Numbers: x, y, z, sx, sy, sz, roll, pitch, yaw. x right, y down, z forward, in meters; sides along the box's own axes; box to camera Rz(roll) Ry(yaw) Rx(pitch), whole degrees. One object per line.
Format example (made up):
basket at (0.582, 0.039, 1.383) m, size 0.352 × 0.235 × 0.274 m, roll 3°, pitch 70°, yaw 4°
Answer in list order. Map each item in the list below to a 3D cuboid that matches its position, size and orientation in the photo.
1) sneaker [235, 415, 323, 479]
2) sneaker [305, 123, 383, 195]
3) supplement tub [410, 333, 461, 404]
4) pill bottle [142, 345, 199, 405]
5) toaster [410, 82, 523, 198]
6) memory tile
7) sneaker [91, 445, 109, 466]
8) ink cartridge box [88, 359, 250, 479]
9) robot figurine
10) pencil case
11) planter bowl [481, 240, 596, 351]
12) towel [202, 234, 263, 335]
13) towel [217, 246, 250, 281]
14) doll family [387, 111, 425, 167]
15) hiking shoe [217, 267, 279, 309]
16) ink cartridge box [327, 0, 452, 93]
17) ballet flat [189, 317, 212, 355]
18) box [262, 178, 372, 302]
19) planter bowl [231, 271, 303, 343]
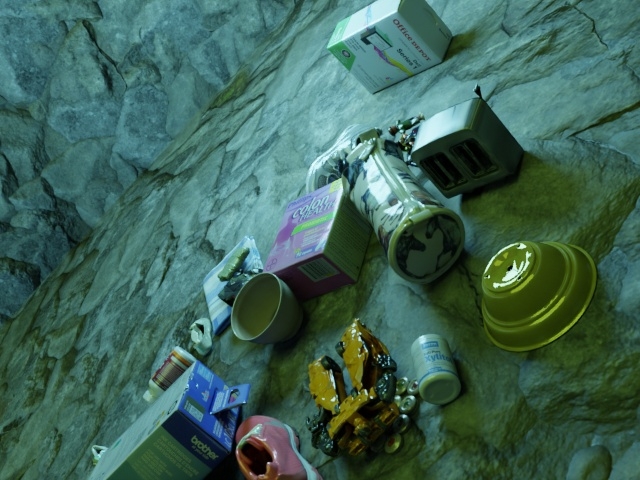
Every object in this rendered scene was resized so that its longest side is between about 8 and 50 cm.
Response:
sneaker at (-0.105, 0.392, 1.513) m, size 0.116 × 0.136 × 0.314 m, roll -51°, pitch 26°, yaw -6°
sneaker at (0.060, -0.199, 2.071) m, size 0.115 × 0.105 × 0.281 m, roll -2°, pitch 52°, yaw 55°
supplement tub at (0.194, 0.218, 1.366) m, size 0.071 × 0.071 × 0.107 m, roll -38°, pitch 30°, yaw 20°
pill bottle at (-0.375, 0.350, 2.028) m, size 0.152 × 0.086 × 0.086 m, roll -53°, pitch 27°, yaw -8°
toaster at (0.291, -0.189, 1.629) m, size 0.168 × 0.186 × 0.110 m, roll -22°, pitch 33°, yaw 41°
memory tile at (0.123, 0.306, 1.423) m, size 0.113 × 0.012 × 0.148 m, roll -10°, pitch 47°, yaw 52°
sneaker at (-0.506, 0.552, 1.951) m, size 0.080 × 0.094 × 0.212 m, roll -55°, pitch 28°, yaw -16°
ink cartridge box at (-0.315, 0.429, 1.692) m, size 0.395 × 0.151 × 0.270 m, roll -47°, pitch 9°, yaw 10°
robot figurine at (0.061, 0.269, 1.458) m, size 0.211 × 0.085 × 0.291 m, roll -46°, pitch 22°, yaw 12°
pencil case at (0.159, -0.075, 1.667) m, size 0.160 × 0.183 × 0.410 m, roll -28°, pitch 31°, yaw 1°
planter bowl at (0.335, 0.068, 1.331) m, size 0.217 × 0.090 × 0.217 m, roll -35°, pitch 30°, yaw 24°
towel at (-0.238, 0.115, 2.189) m, size 0.209 × 0.034 × 0.285 m, roll -45°, pitch 27°, yaw 9°
towel at (-0.234, 0.062, 2.146) m, size 0.110 × 0.027 × 0.148 m, roll -56°, pitch 12°, yaw -10°
doll family at (0.216, -0.232, 1.912) m, size 0.111 × 0.076 × 0.193 m, roll -25°, pitch 25°, yaw 5°
hiking shoe at (-0.161, 0.118, 1.985) m, size 0.227 × 0.086 × 0.114 m, roll 8°, pitch 66°, yaw 46°
ink cartridge box at (0.191, -0.551, 2.227) m, size 0.278 × 0.201 × 0.117 m, roll -16°, pitch 42°, yaw 47°
ballet flat at (-0.317, 0.241, 2.120) m, size 0.057 × 0.052 × 0.168 m, roll -46°, pitch 27°, yaw 6°
box at (0.000, 0.000, 1.889) m, size 0.213 × 0.117 × 0.243 m, roll -22°, pitch 37°, yaw 42°
planter bowl at (-0.110, 0.167, 1.826) m, size 0.162 × 0.109 × 0.162 m, roll -26°, pitch 49°, yaw 34°
